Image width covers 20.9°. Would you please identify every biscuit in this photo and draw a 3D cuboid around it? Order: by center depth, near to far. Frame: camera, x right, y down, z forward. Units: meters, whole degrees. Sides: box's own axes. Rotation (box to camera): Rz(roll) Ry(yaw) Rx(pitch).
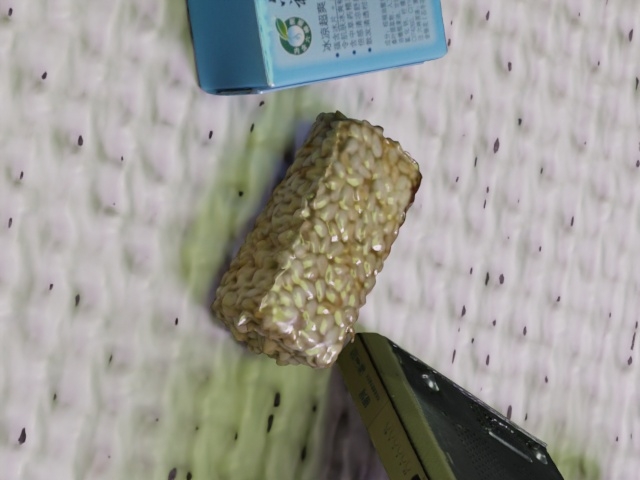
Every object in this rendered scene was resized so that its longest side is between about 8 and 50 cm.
[{"bbox_3d":[0.000,0.000,1.099,0.082,0.070,0.168,41,65,-34],"label":"biscuit"}]

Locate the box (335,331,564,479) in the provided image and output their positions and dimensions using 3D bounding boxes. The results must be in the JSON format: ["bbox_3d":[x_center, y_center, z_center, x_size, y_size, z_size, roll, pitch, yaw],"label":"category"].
[{"bbox_3d":[0.121,0.181,1.084,0.211,0.270,0.045,35,105,-30],"label":"box"}]

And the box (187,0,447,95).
[{"bbox_3d":[-0.013,-0.215,1.079,0.143,0.083,0.232,-14,100,-36],"label":"box"}]
